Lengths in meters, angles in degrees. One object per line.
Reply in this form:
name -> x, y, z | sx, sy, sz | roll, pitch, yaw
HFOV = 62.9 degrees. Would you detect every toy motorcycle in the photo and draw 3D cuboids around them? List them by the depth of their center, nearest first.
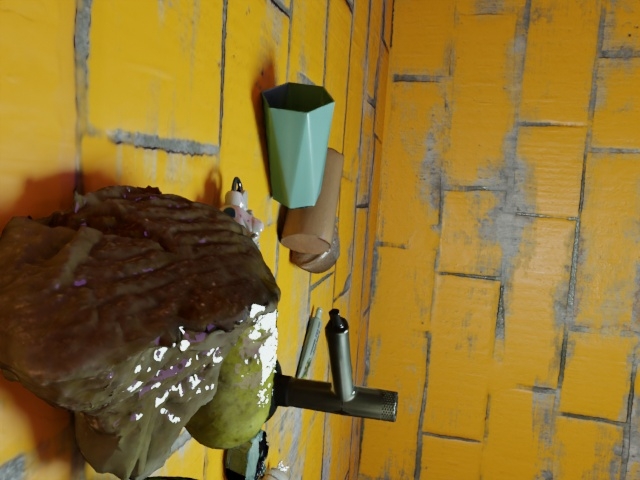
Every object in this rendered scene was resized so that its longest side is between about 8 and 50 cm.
toy motorcycle -> -0.135, 0.016, 0.874 | 0.150, 0.102, 0.221 | -87, 173, -56

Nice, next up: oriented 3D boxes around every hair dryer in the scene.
hair dryer -> -0.014, 0.245, 1.069 | 0.156, 0.319, 0.284 | -52, 134, -65

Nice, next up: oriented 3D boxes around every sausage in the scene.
sausage -> -0.016, -0.103, 1.258 | 0.123, 0.123, 0.253 | 61, 35, -66

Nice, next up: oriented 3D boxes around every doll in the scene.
doll -> -0.114, 0.587, 1.244 | 0.084, 0.073, 0.127 | -55, 177, 29

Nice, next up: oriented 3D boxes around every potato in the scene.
potato -> -0.156, 0.171, 0.750 | 0.111, 0.160, 0.272 | -1, 98, -61

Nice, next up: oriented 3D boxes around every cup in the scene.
cup -> -0.045, -0.188, 1.084 | 0.148, 0.134, 0.236 | -112, -162, -51

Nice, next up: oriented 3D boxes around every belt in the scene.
belt -> -0.149, 0.432, 1.049 | 0.105, 0.058, 0.140 | -57, 153, -52

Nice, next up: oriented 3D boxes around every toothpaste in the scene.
toothpaste -> -0.033, 0.314, 1.530 | 0.067, 0.037, 0.256 | 73, 29, -57

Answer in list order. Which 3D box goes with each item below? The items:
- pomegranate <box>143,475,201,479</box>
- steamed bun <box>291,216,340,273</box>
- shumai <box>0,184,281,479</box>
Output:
pomegranate -> -0.168, 0.377, 0.583 | 0.210, 0.263, 0.211 | 11, 72, -37
steamed bun -> 0.000, 0.000, 1.361 | 0.145, 0.106, 0.175 | 35, 64, -64
shumai -> -0.208, 0.105, 0.580 | 0.283, 0.217, 0.346 | -57, 169, 28
